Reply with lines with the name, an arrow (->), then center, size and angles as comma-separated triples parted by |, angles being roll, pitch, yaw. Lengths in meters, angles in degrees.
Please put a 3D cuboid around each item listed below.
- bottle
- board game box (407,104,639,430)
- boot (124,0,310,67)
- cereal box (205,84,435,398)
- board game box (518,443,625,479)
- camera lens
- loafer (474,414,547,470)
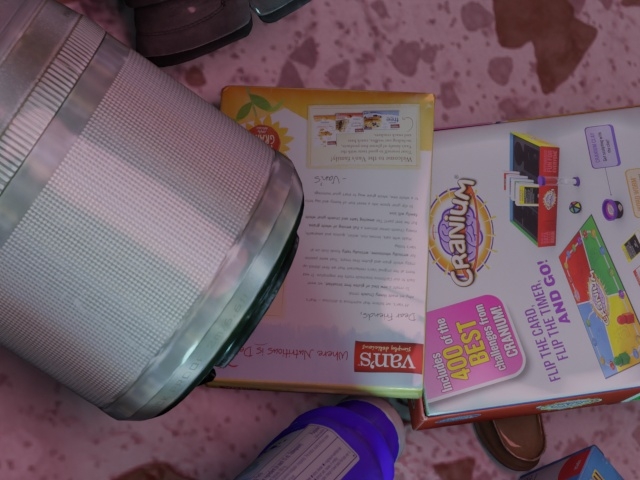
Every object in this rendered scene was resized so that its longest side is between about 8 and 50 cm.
bottle -> -0.014, 0.186, 1.111 | 0.092, 0.118, 0.283 | 44, 26, 6
board game box -> 0.213, 0.015, 1.280 | 0.316, 0.064, 0.242 | -6, 74, -7
boot -> -0.160, -0.226, 1.177 | 0.338, 0.118, 0.223 | -18, 116, -5
cereal box -> 0.000, 0.000, 1.216 | 0.173, 0.047, 0.240 | 3, 76, 3
board game box -> 0.233, 0.374, 1.218 | 0.302, 0.086, 0.308 | 49, 41, -10
camera lens -> -0.166, -0.025, 1.068 | 0.274, 0.219, 0.219 | 35, 64, -12
loafer -> 0.155, 0.123, 1.309 | 0.056, 0.050, 0.148 | -19, 86, -29
